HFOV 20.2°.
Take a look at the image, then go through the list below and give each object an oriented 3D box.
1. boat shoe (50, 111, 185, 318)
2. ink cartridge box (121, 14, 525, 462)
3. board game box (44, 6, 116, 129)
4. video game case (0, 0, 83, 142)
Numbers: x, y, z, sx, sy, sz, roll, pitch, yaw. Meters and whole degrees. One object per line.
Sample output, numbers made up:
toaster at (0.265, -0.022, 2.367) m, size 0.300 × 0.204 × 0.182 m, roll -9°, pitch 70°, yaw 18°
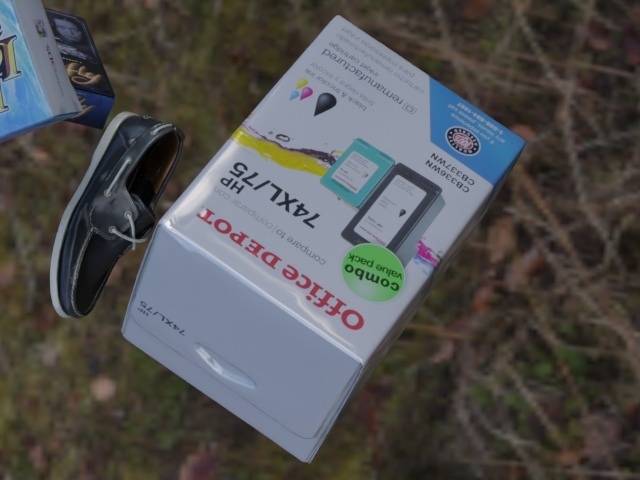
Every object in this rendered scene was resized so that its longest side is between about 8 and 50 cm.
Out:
boat shoe at (-0.215, -0.024, 1.884) m, size 0.079 × 0.084 × 0.233 m, roll 15°, pitch 75°, yaw 28°
ink cartridge box at (0.000, 0.000, 1.493) m, size 0.270 × 0.198 × 0.197 m, roll -53°, pitch -6°, yaw -33°
board game box at (-0.334, -0.193, 1.757) m, size 0.042 × 0.243 × 0.165 m, roll -63°, pitch 32°, yaw 26°
video game case at (-0.364, -0.177, 1.504) m, size 0.269 × 0.061 × 0.244 m, roll -19°, pitch 94°, yaw 19°
